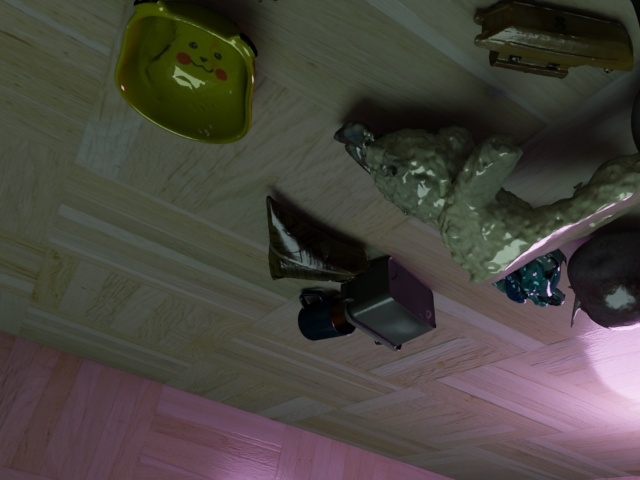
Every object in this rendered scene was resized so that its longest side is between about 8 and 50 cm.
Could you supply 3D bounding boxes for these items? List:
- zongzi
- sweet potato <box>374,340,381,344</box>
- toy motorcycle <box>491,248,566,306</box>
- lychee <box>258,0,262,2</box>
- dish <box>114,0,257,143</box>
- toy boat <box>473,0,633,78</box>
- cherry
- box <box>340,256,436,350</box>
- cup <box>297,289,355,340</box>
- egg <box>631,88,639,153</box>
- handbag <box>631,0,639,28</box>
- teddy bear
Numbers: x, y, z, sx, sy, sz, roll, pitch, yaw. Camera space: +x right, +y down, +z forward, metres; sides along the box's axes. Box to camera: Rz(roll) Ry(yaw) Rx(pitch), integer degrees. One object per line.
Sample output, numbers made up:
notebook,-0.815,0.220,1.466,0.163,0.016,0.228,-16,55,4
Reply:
zongzi,0.000,0.000,1.244,0.247,0.111,0.241,4,141,2
sweet potato,0.233,0.264,1.606,0.068,0.060,0.205,2,154,-43
toy motorcycle,0.410,0.050,1.162,0.206,0.154,0.260,21,159,32
lychee,-0.078,-0.370,0.684,0.114,0.114,0.147,2,127,15
dish,-0.194,-0.278,0.864,0.221,0.108,0.262,19,149,-11
toy boat,0.318,-0.268,0.761,0.225,0.068,0.088,10,153,-2
cherry,0.598,0.077,1.094,0.266,0.184,0.213,-30,144,20
box,0.176,0.153,1.379,0.135,0.163,0.243,-28,130,34
cup,0.014,0.204,1.567,0.113,0.150,0.138,-6,169,-46
egg,0.522,-0.163,0.777,0.146,0.147,0.198,-17,133,38
handbag,0.368,-0.298,0.518,0.079,0.260,0.248,0,142,12
teddy bear,0.264,-0.129,0.904,0.375,0.362,0.327,-33,162,14
